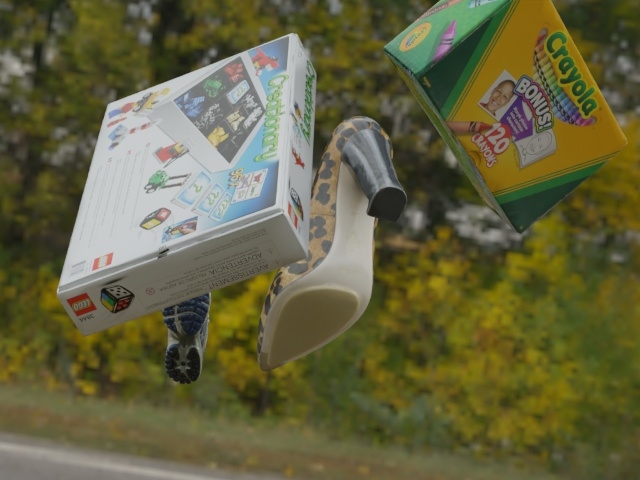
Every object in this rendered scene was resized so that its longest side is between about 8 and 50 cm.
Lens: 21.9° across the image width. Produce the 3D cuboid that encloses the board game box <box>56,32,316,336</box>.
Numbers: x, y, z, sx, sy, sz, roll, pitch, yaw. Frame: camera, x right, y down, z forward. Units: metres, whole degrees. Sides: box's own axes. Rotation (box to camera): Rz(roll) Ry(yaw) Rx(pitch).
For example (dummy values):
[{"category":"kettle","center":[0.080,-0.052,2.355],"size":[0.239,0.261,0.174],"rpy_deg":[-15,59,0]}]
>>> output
[{"category":"board game box","center":[-0.103,-0.055,1.369],"size":[0.193,0.053,0.305],"rpy_deg":[-19,30,14]}]

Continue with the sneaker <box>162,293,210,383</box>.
[{"category":"sneaker","center":[-0.146,0.086,1.809],"size":[0.052,0.135,0.058],"rpy_deg":[11,23,3]}]

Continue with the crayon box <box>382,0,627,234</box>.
[{"category":"crayon box","center":[0.206,-0.156,1.798],"size":[0.278,0.165,0.081],"rpy_deg":[51,-2,-41]}]

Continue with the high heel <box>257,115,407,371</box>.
[{"category":"high heel","center":[0.000,0.000,1.720],"size":[0.093,0.261,0.186],"rpy_deg":[24,24,-23]}]
